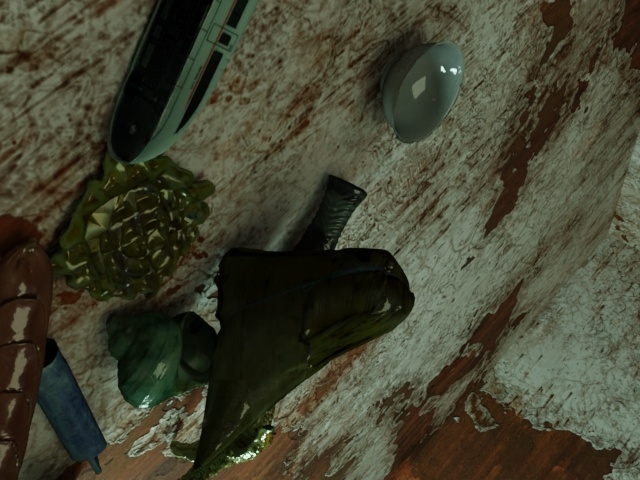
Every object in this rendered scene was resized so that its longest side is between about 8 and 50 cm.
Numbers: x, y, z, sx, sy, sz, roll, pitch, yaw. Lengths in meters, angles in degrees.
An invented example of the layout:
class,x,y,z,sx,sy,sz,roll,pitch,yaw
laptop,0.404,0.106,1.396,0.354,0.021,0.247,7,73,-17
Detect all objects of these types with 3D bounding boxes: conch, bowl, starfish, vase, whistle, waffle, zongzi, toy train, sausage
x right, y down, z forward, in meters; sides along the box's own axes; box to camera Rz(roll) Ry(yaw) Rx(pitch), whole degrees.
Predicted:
class,x,y,z,sx,sy,sz,roll,pitch,yaw
conch,-0.248,0.176,0.962,0.175,0.122,0.188,-64,156,-24
bowl,0.163,-0.274,1.096,0.189,0.086,0.188,-32,142,-28
starfish,-0.154,0.339,1.102,0.347,0.078,0.358,-41,-174,12
vase,0.000,0.000,1.140,0.115,0.116,0.237,15,105,-57
whistle,-0.378,0.259,0.927,0.062,0.062,0.304,-34,143,-29
waffle,-0.247,-0.009,0.844,0.223,0.054,0.204,-58,149,6
zongzi,-0.032,0.178,0.938,0.160,0.323,0.360,49,46,-49
toy train,-0.131,-0.267,0.721,0.088,0.087,0.406,5,117,-61
sausage,-0.393,0.201,0.759,0.088,0.088,0.432,7,100,-55
